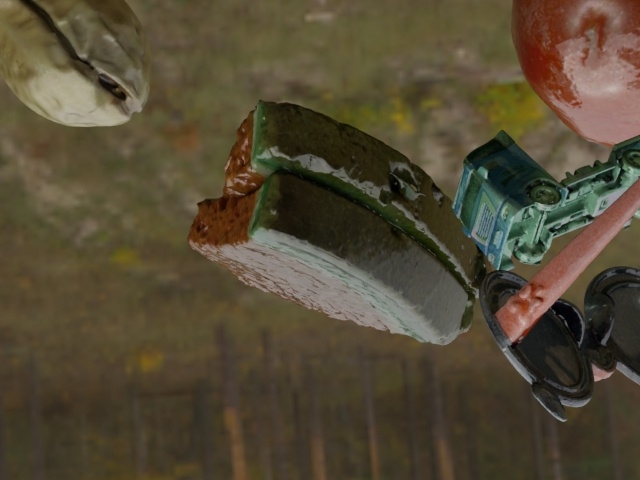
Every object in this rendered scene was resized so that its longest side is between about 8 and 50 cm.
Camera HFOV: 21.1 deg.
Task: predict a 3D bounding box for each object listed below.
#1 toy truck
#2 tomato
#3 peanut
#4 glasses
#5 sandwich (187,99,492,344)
[{"bbox_3d":[0.176,-0.045,1.208,0.175,0.081,0.067,-21,143,-28],"label":"toy truck"},{"bbox_3d":[0.252,-0.187,1.419,0.188,0.232,0.232,1,173,13],"label":"tomato"},{"bbox_3d":[-0.250,-0.201,1.459,0.130,0.290,0.130,-40,158,-20],"label":"peanut"},{"bbox_3d":[0.243,-0.007,1.055,0.234,0.118,0.268,0,140,-45],"label":"glasses"},{"bbox_3d":[0.004,-0.004,1.406,0.212,0.109,0.292,4,156,24],"label":"sandwich"}]
